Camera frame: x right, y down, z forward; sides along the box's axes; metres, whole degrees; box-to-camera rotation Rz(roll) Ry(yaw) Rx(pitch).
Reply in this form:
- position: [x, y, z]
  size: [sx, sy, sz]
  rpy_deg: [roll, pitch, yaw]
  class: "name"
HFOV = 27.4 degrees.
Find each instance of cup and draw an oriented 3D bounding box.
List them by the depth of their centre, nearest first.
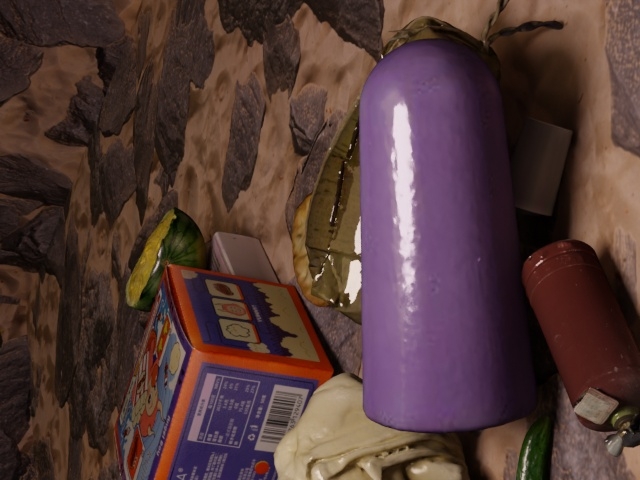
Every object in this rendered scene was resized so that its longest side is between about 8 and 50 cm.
- position: [0.267, -0.091, 1.639]
  size: [0.104, 0.074, 0.116]
  rpy_deg: [-48, -26, -82]
  class: "cup"

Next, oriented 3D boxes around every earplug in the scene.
- position: [0.141, -0.012, 1.572]
  size: [0.215, 0.215, 0.456]
  rpy_deg: [-168, 72, -66]
  class: "earplug"

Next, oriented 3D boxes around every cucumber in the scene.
- position: [0.252, 0.291, 1.570]
  size: [0.039, 0.039, 0.168]
  rpy_deg: [-8, 72, 65]
  class: "cucumber"

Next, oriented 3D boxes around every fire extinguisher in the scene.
- position: [0.304, 0.121, 1.438]
  size: [0.269, 0.104, 0.105]
  rpy_deg: [-104, 33, -43]
  class: "fire extinguisher"

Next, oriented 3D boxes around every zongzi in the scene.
- position: [0.093, -0.149, 1.877]
  size: [0.467, 0.218, 0.500]
  rpy_deg: [-137, 63, -69]
  class: "zongzi"

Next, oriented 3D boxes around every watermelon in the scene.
- position: [-0.281, 0.048, 2.473]
  size: [0.232, 0.127, 0.204]
  rpy_deg: [-29, 39, 68]
  class: "watermelon"

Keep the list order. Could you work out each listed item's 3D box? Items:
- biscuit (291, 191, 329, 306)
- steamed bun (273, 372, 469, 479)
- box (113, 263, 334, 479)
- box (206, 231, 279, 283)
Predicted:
- position: [0.005, 0.000, 2.215]
  size: [0.260, 0.041, 0.203]
  rpy_deg: [-135, 54, -62]
  class: "biscuit"
- position: [0.075, 0.348, 1.694]
  size: [0.203, 0.276, 0.289]
  rpy_deg: [8, 65, 55]
  class: "steamed bun"
- position: [-0.175, 0.272, 2.223]
  size: [0.318, 0.256, 0.349]
  rpy_deg: [-119, 43, -60]
  class: "box"
- position: [-0.173, 0.143, 2.475]
  size: [0.203, 0.106, 0.252]
  rpy_deg: [-118, 42, -57]
  class: "box"
